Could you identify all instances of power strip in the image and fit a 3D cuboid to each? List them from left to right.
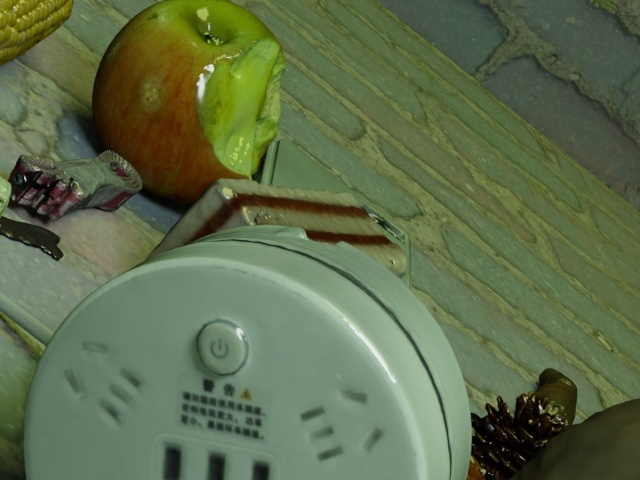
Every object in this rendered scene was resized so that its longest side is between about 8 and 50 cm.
[{"bbox_3d":[-0.058,0.174,1.299,0.357,0.357,0.161,45,20,5],"label":"power strip"}]

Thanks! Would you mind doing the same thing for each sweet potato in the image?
[{"bbox_3d":[0.332,0.232,2.333,0.075,0.075,0.273,45,17,4],"label":"sweet potato"}]

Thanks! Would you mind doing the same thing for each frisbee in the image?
[{"bbox_3d":[-0.332,-0.027,1.645,0.187,0.012,0.211,24,26,-45],"label":"frisbee"}]

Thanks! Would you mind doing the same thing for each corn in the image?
[{"bbox_3d":[-0.377,-0.271,1.898,0.130,0.130,0.347,42,22,-4],"label":"corn"}]

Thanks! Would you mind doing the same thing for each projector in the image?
[{"bbox_3d":[0.000,0.000,2.107,0.250,0.108,0.198,37,20,-13],"label":"projector"}]

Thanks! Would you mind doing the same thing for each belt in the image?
[{"bbox_3d":[-0.261,-0.060,1.781,0.071,0.053,0.232,49,17,10],"label":"belt"}]

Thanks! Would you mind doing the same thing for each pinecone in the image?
[{"bbox_3d":[0.252,0.251,2.055,0.140,0.121,0.140,43,11,-11],"label":"pinecone"}]

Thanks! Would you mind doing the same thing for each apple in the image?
[{"bbox_3d":[-0.146,-0.170,1.960,0.246,0.226,0.246,19,30,-12],"label":"apple"}]

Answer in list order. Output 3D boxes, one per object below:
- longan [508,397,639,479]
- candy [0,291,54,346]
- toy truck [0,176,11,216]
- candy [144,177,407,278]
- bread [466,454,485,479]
[{"bbox_3d":[0.360,0.358,1.573,0.436,0.404,0.404,57,6,-41],"label":"longan"},{"bbox_3d":[-0.174,0.150,1.489,0.365,0.124,0.124,36,17,13],"label":"candy"},{"bbox_3d":[-0.368,-0.071,1.491,0.191,0.116,0.085,35,21,-7],"label":"toy truck"},{"bbox_3d":[-0.050,0.040,1.810,0.135,0.179,0.320,50,20,21],"label":"candy"},{"bbox_3d":[0.091,0.272,1.634,0.160,0.160,0.073,44,28,2],"label":"bread"}]
